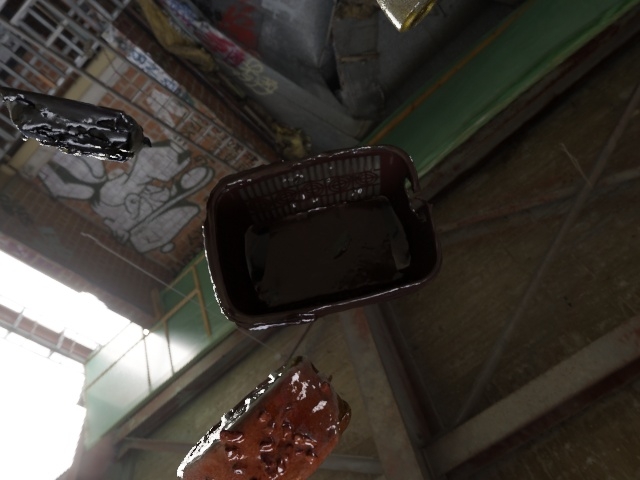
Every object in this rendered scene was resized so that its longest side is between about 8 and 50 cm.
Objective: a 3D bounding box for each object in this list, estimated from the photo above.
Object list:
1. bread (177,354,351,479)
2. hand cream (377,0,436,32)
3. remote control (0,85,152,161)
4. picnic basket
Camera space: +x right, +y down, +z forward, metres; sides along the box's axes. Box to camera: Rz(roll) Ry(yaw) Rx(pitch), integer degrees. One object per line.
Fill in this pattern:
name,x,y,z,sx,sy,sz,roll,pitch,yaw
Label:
bread,-0.049,0.175,0.425,0.160,0.073,0.160,-38,175,-4
hand cream,0.087,-0.416,0.718,0.084,0.203,0.084,-43,178,-2
remote control,-0.305,-0.143,0.638,0.399,0.144,0.062,-154,-106,-69
picnic basket,0.000,0.000,0.657,0.296,0.129,0.223,-13,-104,0
